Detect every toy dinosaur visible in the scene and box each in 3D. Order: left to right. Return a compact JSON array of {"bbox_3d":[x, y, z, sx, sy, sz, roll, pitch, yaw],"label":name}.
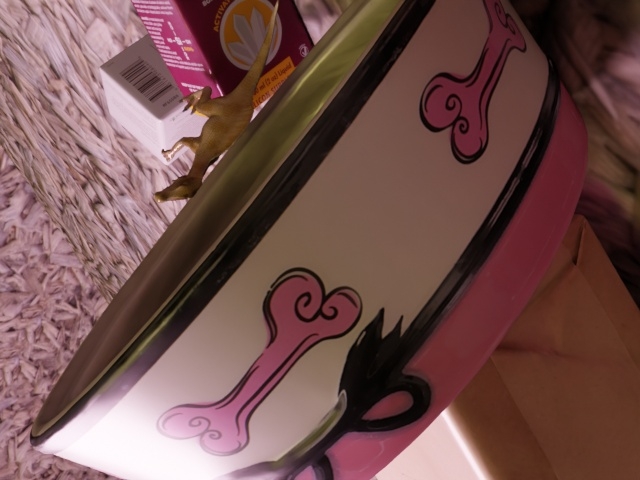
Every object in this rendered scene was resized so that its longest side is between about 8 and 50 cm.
[{"bbox_3d":[-0.076,-0.097,0.747,0.053,0.183,0.092,35,165,-28],"label":"toy dinosaur"}]

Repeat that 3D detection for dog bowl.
[{"bbox_3d":[0.000,0.000,0.607,0.150,0.408,0.408,39,160,-11],"label":"dog bowl"}]

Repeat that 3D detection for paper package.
[{"bbox_3d":[0.144,0.152,0.784,0.309,0.168,0.325,58,165,-6],"label":"paper package"}]

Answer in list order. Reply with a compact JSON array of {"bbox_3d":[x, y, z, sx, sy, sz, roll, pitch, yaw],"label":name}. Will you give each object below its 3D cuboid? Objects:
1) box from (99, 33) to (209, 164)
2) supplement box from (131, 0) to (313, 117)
[{"bbox_3d":[-0.168,-0.161,1.023,0.101,0.102,0.087,41,155,18],"label":"box"},{"bbox_3d":[-0.095,-0.208,0.799,0.081,0.104,0.188,20,145,50],"label":"supplement box"}]
